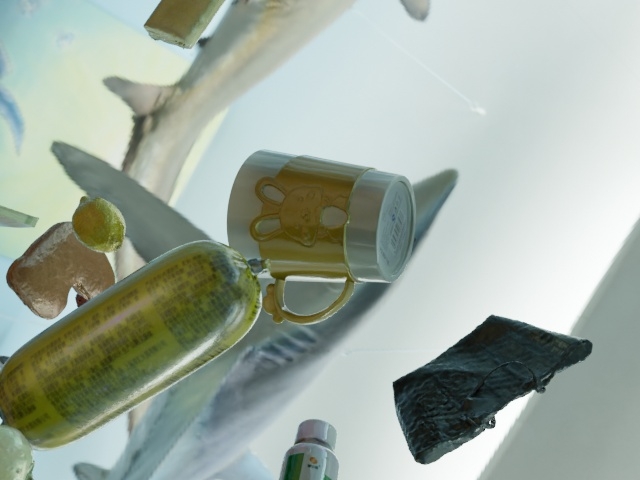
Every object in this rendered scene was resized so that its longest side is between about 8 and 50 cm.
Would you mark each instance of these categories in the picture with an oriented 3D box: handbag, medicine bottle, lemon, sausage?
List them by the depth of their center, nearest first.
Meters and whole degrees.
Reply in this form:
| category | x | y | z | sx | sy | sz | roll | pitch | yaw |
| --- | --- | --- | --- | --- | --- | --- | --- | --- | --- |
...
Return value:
| category | x | y | z | sx | sy | sz | roll | pitch | yaw |
| --- | --- | --- | --- | --- | --- | --- | --- | --- | --- |
| sausage | -0.201 | 0.108 | 0.899 | 0.347 | 0.123 | 0.123 | -32 | -132 | 5 |
| lemon | -0.286 | -0.021 | 1.102 | 0.065 | 0.065 | 0.092 | -45 | -109 | 20 |
| handbag | 0.211 | 0.191 | 1.124 | 0.270 | 0.089 | 0.175 | -33 | -168 | -10 |
| medicine bottle | -0.025 | 0.397 | 1.313 | 0.095 | 0.095 | 0.260 | -29 | -149 | 33 |

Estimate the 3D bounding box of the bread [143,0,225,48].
| category | x | y | z | sx | sy | sz | roll | pitch | yaw |
| --- | --- | --- | --- | --- | --- | --- | --- | --- | --- |
| bread | -0.294 | -0.513 | 1.906 | 0.139 | 0.060 | 0.178 | 26 | -107 | 22 |

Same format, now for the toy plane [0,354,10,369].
| category | x | y | z | sx | sy | sz | roll | pitch | yaw |
| --- | --- | --- | --- | --- | --- | --- | --- | --- | --- |
| toy plane | -0.540 | 0.258 | 1.604 | 0.065 | 0.171 | 0.162 | -12 | -131 | 44 |

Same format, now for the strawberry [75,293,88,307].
| category | x | y | z | sx | sy | sz | roll | pitch | yaw |
| --- | --- | --- | --- | --- | --- | --- | --- | --- | --- |
| strawberry | -0.478 | 0.123 | 1.828 | 0.083 | 0.083 | 0.096 | -40 | -139 | 24 |

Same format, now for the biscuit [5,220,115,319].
| category | x | y | z | sx | sy | sz | roll | pitch | yaw |
| --- | --- | --- | --- | --- | --- | --- | --- | --- | --- |
| biscuit | -0.474 | 0.070 | 1.603 | 0.036 | 0.186 | 0.192 | -1 | -142 | 37 |

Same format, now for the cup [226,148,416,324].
| category | x | y | z | sx | sy | sz | roll | pitch | yaw |
| --- | --- | --- | --- | --- | --- | --- | --- | --- | --- |
| cup | 0.000 | 0.000 | 1.175 | 0.226 | 0.185 | 0.241 | 6 | -93 | 25 |

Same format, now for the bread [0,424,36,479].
| category | x | y | z | sx | sy | sz | roll | pitch | yaw |
| --- | --- | --- | --- | --- | --- | --- | --- | --- | --- |
| bread | -0.381 | 0.246 | 0.791 | 0.250 | 0.182 | 0.039 | -20 | -167 | 1 |

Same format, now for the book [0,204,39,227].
| category | x | y | z | sx | sy | sz | roll | pitch | yaw |
| --- | --- | --- | --- | --- | --- | --- | --- | --- | --- |
| book | -0.768 | -0.079 | 1.804 | 0.214 | 0.282 | 0.025 | 2 | -105 | 47 |
